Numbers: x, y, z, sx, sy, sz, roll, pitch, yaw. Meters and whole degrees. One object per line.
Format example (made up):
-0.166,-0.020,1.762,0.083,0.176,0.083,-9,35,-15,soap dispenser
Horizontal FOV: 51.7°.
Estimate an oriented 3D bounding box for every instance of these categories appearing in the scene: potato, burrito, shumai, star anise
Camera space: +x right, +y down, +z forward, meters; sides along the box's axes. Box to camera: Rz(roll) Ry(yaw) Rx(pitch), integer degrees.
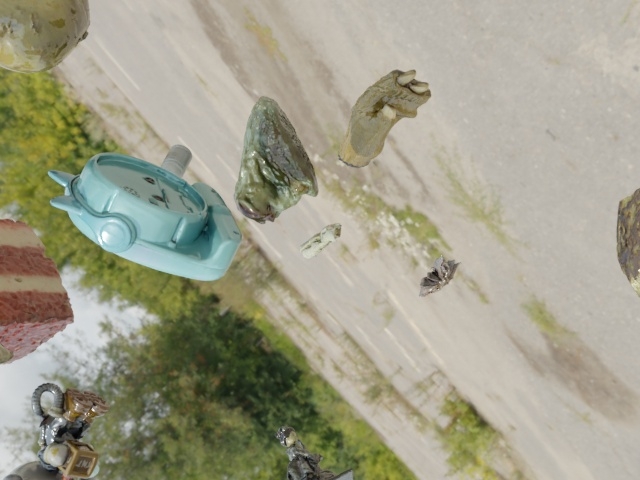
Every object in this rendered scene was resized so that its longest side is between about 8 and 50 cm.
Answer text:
-0.509,-0.405,1.163,0.191,0.296,0.141,38,130,-21,potato
0.000,0.000,1.476,0.041,0.045,0.185,32,152,-10,burrito
-0.135,-0.185,1.532,0.222,0.203,0.272,48,-161,-68,shumai
0.293,0.078,1.617,0.056,0.124,0.129,52,161,32,star anise

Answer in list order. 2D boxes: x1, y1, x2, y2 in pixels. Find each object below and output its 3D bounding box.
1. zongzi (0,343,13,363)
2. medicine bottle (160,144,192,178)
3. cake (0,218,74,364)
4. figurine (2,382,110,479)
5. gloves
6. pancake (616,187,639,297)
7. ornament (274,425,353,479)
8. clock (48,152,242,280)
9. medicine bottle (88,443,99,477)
-0.527,0.113,0.951,0.197,0.099,0.195,-17,-78,-72,zongzi
-0.352,-0.183,1.600,0.058,0.091,0.058,9,138,8,medicine bottle
-0.824,0.129,1.629,0.320,0.270,0.269,60,-162,16,cake
-0.634,0.553,1.578,0.261,0.382,0.186,31,177,-41,figurine
0.164,-0.353,1.883,0.155,0.203,0.356,44,131,-1,gloves
0.806,-0.015,1.683,0.212,0.056,0.258,-92,6,-56,pancake
-0.032,0.526,1.600,0.196,0.153,0.166,57,163,31,ornament
-0.263,-0.048,0.990,0.274,0.094,0.224,20,-162,-33,clock
-0.583,0.551,1.653,0.083,0.047,0.047,37,166,53,medicine bottle
